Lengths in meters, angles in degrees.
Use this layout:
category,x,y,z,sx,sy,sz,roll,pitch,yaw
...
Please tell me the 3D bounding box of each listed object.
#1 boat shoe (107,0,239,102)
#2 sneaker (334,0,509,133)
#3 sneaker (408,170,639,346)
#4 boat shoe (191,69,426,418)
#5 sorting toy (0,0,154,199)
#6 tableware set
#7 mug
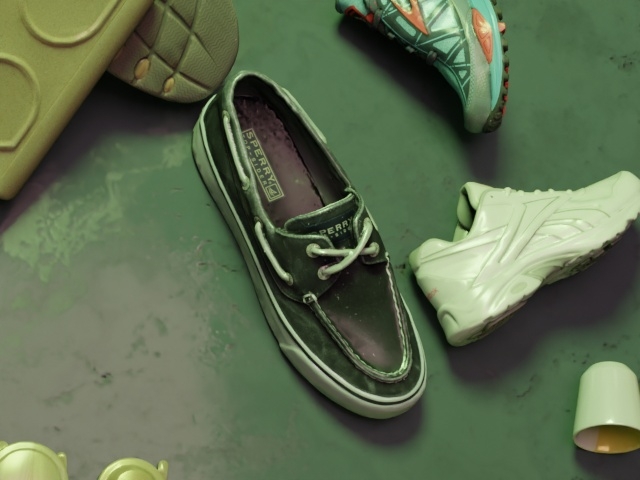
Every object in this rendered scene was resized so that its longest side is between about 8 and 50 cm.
category,x,y,z,sx,sy,sz,roll,pitch,yaw
boat shoe,-0.204,-0.252,1.469,0.132,0.130,0.355,-46,116,1
sneaker,0.077,-0.200,1.591,0.125,0.104,0.262,-19,74,-6
sneaker,0.174,-0.014,1.549,0.232,0.090,0.115,-31,80,-26
boat shoe,0.000,0.000,1.475,0.108,0.102,0.301,-23,80,-24
sorting toy,-0.281,-0.127,1.366,0.229,0.041,0.307,35,91,-40
tableware set,-0.179,0.223,1.383,0.168,0.020,0.141,6,68,-15
mug,0.242,0.140,1.541,0.062,0.078,0.064,-5,60,14
